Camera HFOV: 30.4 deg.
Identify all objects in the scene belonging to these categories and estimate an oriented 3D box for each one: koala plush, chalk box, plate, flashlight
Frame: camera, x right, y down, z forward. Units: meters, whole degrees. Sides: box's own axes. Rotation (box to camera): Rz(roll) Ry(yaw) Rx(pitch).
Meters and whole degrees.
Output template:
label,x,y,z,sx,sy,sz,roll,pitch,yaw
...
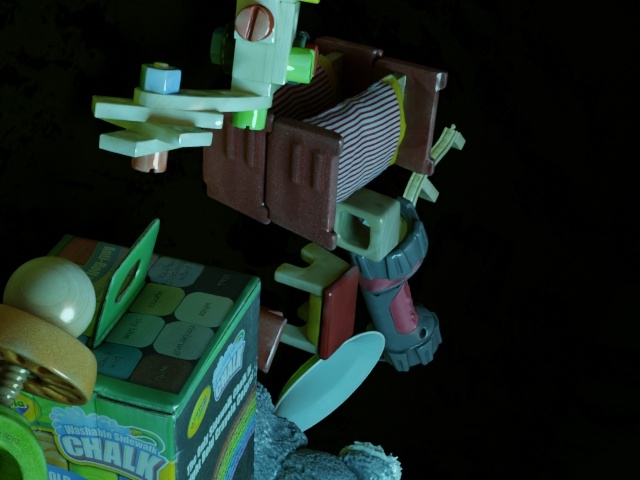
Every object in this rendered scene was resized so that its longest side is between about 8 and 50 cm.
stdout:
label,x,y,z,sx,sy,sz,roll,pitch,yaw
koala plush,-0.041,0.266,1.263,0.196,0.221,0.203,-44,146,-37
chalk box,-0.159,0.119,0.933,0.180,0.179,0.289,-59,157,-54
plate,0.002,0.173,1.445,0.188,0.024,0.188,-35,155,-19
flashlight,0.103,0.064,1.510,0.103,0.103,0.304,-52,149,-19

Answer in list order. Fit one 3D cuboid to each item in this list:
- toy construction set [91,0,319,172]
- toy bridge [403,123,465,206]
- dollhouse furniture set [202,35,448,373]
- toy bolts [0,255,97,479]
label,x,y,z,sx,sy,sz,roll,pitch,yaw
toy construction set,-0.061,-0.202,0.936,0.215,0.151,0.328,-65,178,-74
toy bridge,0.137,-0.070,1.554,0.188,0.026,0.063,-64,153,-7
dollhouse furniture set,0.000,0.000,1.207,0.201,0.152,0.374,-39,142,-44
toy bolts,-0.277,0.059,0.768,0.228,0.218,0.159,35,62,-31
